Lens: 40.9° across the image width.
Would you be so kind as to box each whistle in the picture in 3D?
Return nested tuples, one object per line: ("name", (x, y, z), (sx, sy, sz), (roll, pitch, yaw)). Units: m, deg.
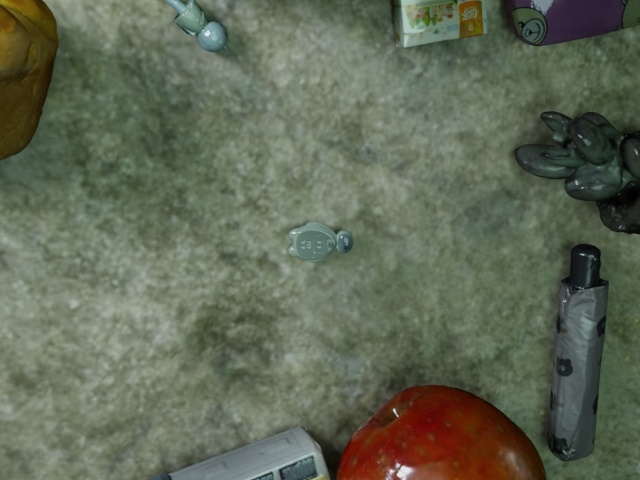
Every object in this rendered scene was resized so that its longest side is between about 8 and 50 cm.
("whistle", (-0.141, -0.247, 0.963), (0.100, 0.035, 0.035), (39, 91, -25))

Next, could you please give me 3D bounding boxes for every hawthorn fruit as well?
("hawthorn fruit", (0.160, 0.336, 1.139), (0.284, 0.284, 0.284), (-6, 109, -18))

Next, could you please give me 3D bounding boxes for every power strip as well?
("power strip", (0.000, 0.000, 1.102), (0.083, 0.035, 0.055), (-1, 107, -6))

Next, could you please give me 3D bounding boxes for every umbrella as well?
("umbrella", (0.382, 0.169, 1.275), (0.073, 0.067, 0.337), (-9, 109, -30))

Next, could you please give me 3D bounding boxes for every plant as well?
("plant", (0.404, -0.100, 1.150), (0.275, 0.146, 0.149), (17, 57, -22))

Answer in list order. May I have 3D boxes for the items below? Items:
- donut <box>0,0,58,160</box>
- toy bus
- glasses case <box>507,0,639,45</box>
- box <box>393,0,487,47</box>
("donut", (-0.400, -0.167, 0.763), (0.317, 0.299, 0.150), (13, 115, 4))
("toy bus", (-0.150, 0.363, 1.121), (0.343, 0.097, 0.138), (-17, 110, -15))
("glasses case", (0.383, -0.335, 1.105), (0.317, 0.076, 0.123), (-17, 112, -15))
("box", (0.141, -0.352, 1.035), (0.122, 0.032, 0.220), (-13, 110, -17))
